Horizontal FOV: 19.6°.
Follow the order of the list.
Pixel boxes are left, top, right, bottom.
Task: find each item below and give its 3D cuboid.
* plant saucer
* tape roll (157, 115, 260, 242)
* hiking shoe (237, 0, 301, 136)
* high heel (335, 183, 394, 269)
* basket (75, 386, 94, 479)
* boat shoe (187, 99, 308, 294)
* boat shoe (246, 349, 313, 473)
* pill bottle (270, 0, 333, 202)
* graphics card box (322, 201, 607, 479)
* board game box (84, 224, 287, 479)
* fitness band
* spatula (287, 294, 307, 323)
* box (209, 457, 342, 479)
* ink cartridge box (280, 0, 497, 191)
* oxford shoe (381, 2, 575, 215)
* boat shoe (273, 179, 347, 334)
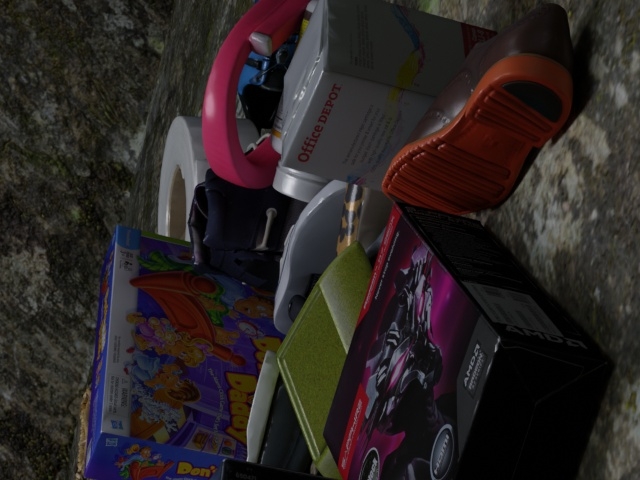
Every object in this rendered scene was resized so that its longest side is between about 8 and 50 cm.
[{"bbox_3d":[0.016,0.127,1.785,0.188,0.045,0.188,-61,42,46],"label":"plant saucer"},{"bbox_3d":[-0.148,-0.027,2.498,0.286,0.100,0.286,-178,90,-76],"label":"tape roll"},{"bbox_3d":[-0.043,-0.264,2.455,0.304,0.113,0.132,111,155,-59],"label":"hiking shoe"},{"bbox_3d":[0.049,-0.061,1.866,0.186,0.093,0.261,124,149,-47],"label":"high heel"},{"bbox_3d":[-0.170,0.304,2.397,0.213,0.223,0.299,-32,34,22],"label":"basket"},{"bbox_3d":[-0.070,-0.083,2.227,0.340,0.158,0.127,-90,19,-43],"label":"boat shoe"},{"bbox_3d":[-0.044,0.268,1.926,0.114,0.091,0.302,-62,-17,-81],"label":"boat shoe"},{"bbox_3d":[0.015,-0.150,2.041,0.117,0.117,0.215,-128,53,-73],"label":"pill bottle"},{"bbox_3d":[0.101,0.130,1.482,0.371,0.094,0.233,-121,47,-70],"label":"graphics card box"},{"bbox_3d":[-0.140,0.144,2.132,0.347,0.233,0.078,-94,22,-50],"label":"board game box"},{"bbox_3d":[-0.037,-0.183,2.110,0.291,0.054,0.209,-46,-35,-43],"label":"fitness band"},{"bbox_3d":[0.024,0.106,1.879,0.296,0.030,0.084,34,111,60],"label":"spatula"},{"bbox_3d":[-0.063,0.401,1.694,0.294,0.182,0.296,121,158,-55],"label":"box"},{"bbox_3d":[0.063,-0.131,1.706,0.127,0.176,0.128,-90,20,-45],"label":"ink cartridge box"},{"bbox_3d":[0.140,-0.104,1.586,0.271,0.097,0.098,-41,28,54],"label":"oxford shoe"},{"bbox_3d":[0.000,0.000,2.005,0.258,0.095,0.084,120,155,-46],"label":"boat shoe"}]
